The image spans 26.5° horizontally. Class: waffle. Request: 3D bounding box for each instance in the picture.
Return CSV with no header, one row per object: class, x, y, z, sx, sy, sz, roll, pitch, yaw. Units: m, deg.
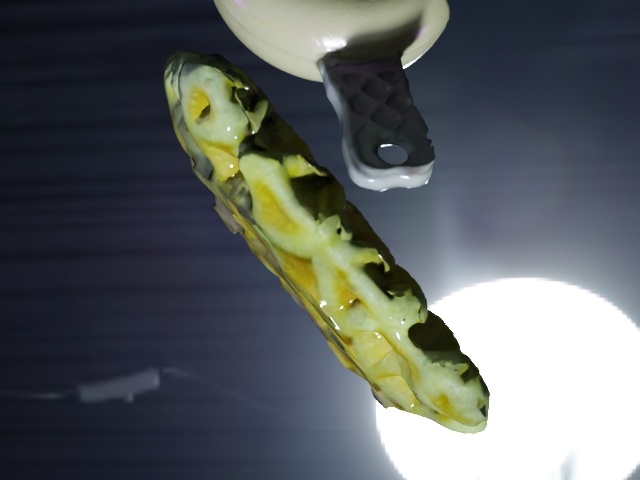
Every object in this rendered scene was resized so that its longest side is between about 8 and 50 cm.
waffle,-0.002,0.002,0.640,0.223,0.054,0.204,51,2,-1

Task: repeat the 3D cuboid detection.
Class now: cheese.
cheese,0.017,-0.145,0.887,0.082,0.163,0.286,101,-24,-53
